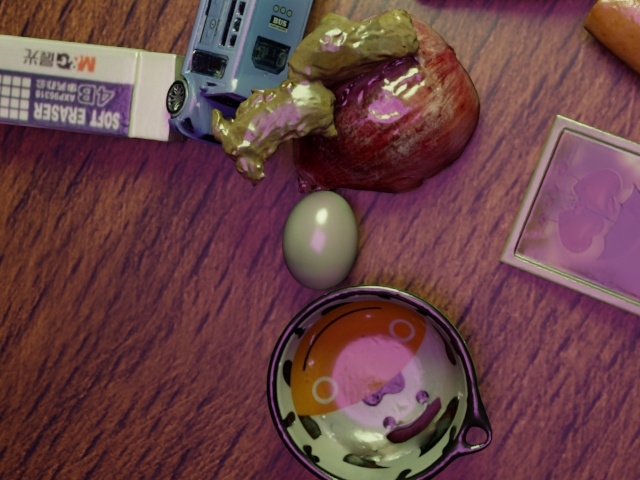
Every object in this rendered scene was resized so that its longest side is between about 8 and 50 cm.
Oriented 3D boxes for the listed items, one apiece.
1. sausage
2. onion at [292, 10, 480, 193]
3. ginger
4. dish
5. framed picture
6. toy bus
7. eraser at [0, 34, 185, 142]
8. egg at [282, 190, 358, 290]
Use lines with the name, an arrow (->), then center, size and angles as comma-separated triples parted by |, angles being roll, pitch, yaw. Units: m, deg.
sausage -> 0.460, -0.234, 1.432 | 0.259, 0.113, 0.113 | 42, 98, 6
onion -> 0.066, -0.161, 1.493 | 0.283, 0.120, 0.227 | -44, 81, 9
ginger -> -0.003, -0.191, 1.400 | 0.290, 0.084, 0.122 | -39, 85, 3
dish -> 0.076, 0.193, 1.508 | 0.303, 0.120, 0.303 | 0, 93, 9
framed picture -> 0.406, -0.017, 1.476 | 0.289, 0.020, 0.211 | 23, 97, 15
toy bus -> -0.095, -0.262, 1.483 | 0.133, 0.125, 0.292 | 22, 98, 49
eraser -> -0.327, -0.210, 1.569 | 0.279, 0.081, 0.124 | 7, 94, 9
egg -> 0.000, 0.000, 1.518 | 0.103, 0.103, 0.135 | 6, 97, 9
